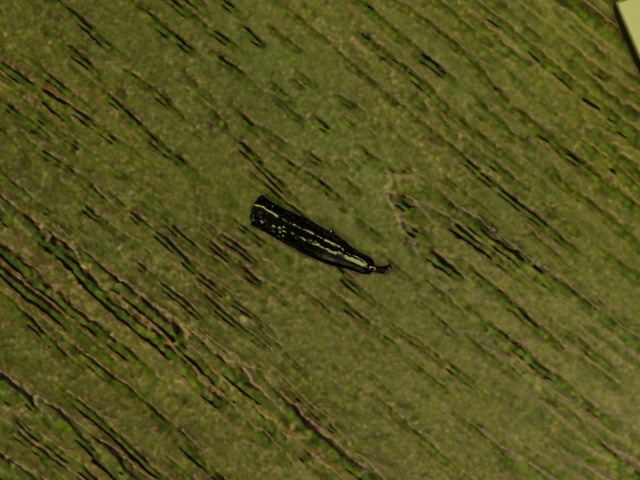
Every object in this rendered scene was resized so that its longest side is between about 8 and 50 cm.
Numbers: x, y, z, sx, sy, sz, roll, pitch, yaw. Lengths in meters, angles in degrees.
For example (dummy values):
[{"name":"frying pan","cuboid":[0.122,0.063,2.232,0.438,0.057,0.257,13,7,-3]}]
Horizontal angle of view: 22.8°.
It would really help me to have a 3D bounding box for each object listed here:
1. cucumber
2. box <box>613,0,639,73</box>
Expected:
[{"name":"cucumber","cuboid":[0.000,0.000,1.692,0.163,0.043,0.039,27,51,2]},{"name":"box","cuboid":[0.466,-0.117,1.635,0.205,0.051,0.365,-23,88,5]}]
